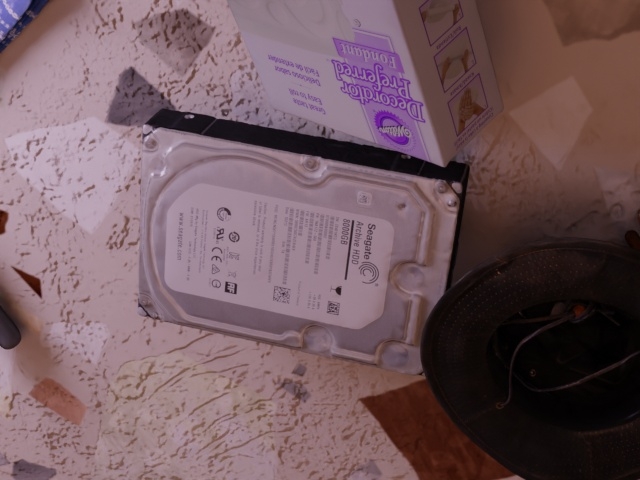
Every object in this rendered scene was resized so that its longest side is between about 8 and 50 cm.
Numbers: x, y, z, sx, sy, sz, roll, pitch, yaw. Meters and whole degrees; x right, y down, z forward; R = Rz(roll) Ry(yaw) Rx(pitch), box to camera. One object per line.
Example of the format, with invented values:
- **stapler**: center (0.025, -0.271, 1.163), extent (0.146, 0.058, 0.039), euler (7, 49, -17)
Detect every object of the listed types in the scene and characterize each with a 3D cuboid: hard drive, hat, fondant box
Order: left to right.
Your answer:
- **hard drive**: center (-0.026, 0.004, 1.278), extent (0.339, 0.064, 0.236), euler (12, 118, 9)
- **fondant box**: center (0.013, -0.241, 1.078), extent (0.238, 0.096, 0.330), euler (23, 150, 41)
- **hat**: center (0.268, 0.106, 1.267), extent (0.331, 0.134, 0.331), euler (4, 124, 6)

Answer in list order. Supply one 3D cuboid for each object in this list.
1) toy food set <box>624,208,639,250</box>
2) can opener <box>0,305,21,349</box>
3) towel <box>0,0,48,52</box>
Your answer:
- **toy food set**: center (0.351, 0.015, 1.271), extent (0.078, 0.019, 0.122), euler (4, 116, 13)
- **can opener**: center (-0.472, 0.028, 1.477), extent (0.074, 0.093, 0.280), euler (-36, 107, -7)
- **towel**: center (-0.481, -0.261, 1.352), extent (0.336, 0.040, 0.243), euler (-39, 100, 28)
